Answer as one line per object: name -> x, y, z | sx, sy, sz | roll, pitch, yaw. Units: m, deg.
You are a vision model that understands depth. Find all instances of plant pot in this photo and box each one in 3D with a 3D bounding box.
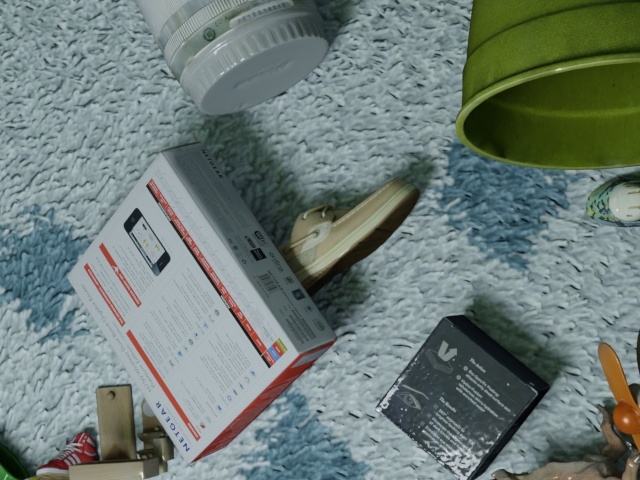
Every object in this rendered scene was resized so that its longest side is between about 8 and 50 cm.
plant pot -> 0.338, -0.306, 1.562 | 0.366, 0.366, 0.353 | -6, 74, 21

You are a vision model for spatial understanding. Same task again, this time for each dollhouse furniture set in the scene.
dollhouse furniture set -> -0.284, 0.270, 1.860 | 0.144, 0.151, 0.123 | -7, 86, 19

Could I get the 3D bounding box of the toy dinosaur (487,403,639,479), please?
toy dinosaur -> 0.357, 0.343, 1.628 | 0.295, 0.127, 0.200 | 37, 101, 14

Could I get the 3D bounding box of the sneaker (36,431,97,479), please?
sneaker -> -0.369, 0.313, 1.911 | 0.042, 0.118, 0.067 | -15, 75, 29

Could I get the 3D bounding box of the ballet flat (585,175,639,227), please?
ballet flat -> 0.422, -0.051, 1.645 | 0.188, 0.070, 0.070 | -4, 87, 21

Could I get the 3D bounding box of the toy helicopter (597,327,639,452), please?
toy helicopter -> 0.443, 0.227, 1.502 | 0.234, 0.140, 0.355 | -2, 68, -8

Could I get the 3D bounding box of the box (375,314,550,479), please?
box -> 0.186, 0.205, 1.711 | 0.156, 0.093, 0.158 | 40, 103, 18

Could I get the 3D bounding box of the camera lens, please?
camera lens -> -0.136, -0.337, 1.786 | 0.219, 0.219, 0.274 | -31, 78, 17

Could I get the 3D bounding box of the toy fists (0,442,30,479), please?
toy fists -> -0.564, 0.332, 1.999 | 0.279, 0.096, 0.142 | 44, 93, 18

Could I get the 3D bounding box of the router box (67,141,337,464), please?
router box -> -0.173, 0.088, 1.801 | 0.335, 0.082, 0.301 | 55, 130, 14

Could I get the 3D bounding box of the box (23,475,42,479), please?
box -> -0.400, 0.498, 1.916 | 0.213, 0.117, 0.243 | 43, 104, 17

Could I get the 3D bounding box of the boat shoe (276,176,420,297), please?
boat shoe -> 0.000, 0.000, 1.786 | 0.302, 0.109, 0.098 | -39, 76, 21
